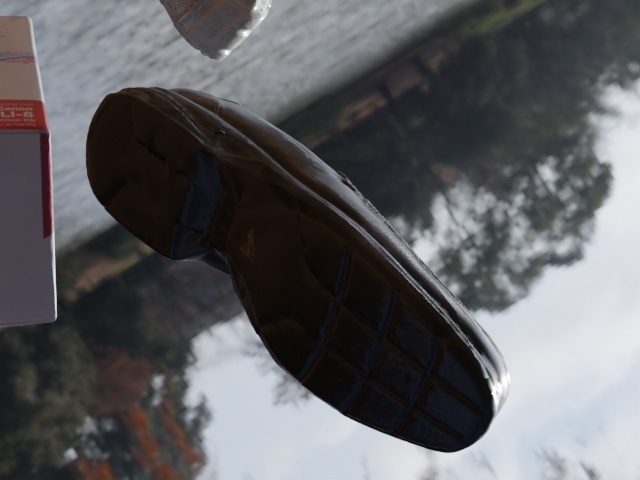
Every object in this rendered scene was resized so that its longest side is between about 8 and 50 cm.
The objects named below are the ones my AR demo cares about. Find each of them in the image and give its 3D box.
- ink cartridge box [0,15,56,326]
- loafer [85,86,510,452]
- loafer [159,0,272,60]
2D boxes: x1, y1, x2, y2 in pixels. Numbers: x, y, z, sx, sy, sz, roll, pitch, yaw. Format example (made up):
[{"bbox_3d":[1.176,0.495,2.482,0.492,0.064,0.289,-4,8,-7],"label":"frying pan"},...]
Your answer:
[{"bbox_3d":[-0.227,-0.045,0.839,0.127,0.128,0.176,-4,-149,-13],"label":"ink cartridge box"},{"bbox_3d":[0.000,0.000,0.461,0.061,0.170,0.062,-23,147,-48],"label":"loafer"},{"bbox_3d":[-0.104,-0.282,1.382,0.112,0.111,0.319,-42,-160,17],"label":"loafer"}]
